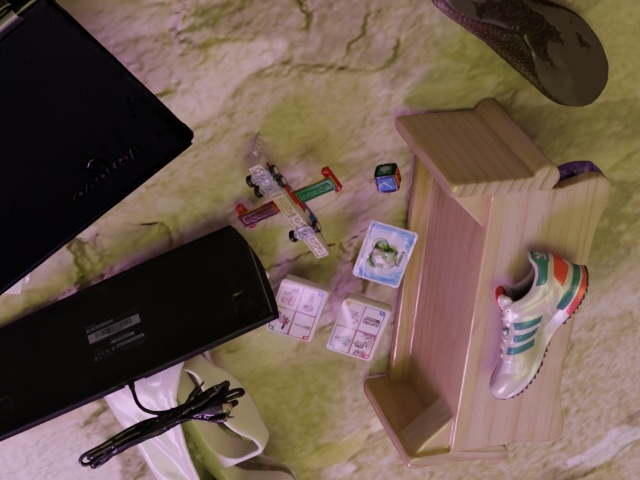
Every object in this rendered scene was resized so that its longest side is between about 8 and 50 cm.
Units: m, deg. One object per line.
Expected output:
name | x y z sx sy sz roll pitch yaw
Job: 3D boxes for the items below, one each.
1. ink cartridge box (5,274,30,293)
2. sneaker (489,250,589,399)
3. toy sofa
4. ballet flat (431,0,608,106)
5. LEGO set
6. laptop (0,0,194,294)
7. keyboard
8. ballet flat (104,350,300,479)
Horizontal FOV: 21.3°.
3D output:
ink cartridge box | -0.396 -0.070 1.527 0.278 0.117 0.201 4 120 -18
sneaker | 0.193 0.079 1.665 0.075 0.057 0.161 25 111 -15
toy sofa | 0.163 0.048 1.753 0.177 0.150 0.362 -7 123 -19
ballet flat | 0.190 -0.208 1.663 0.250 0.058 0.084 28 88 -35
LEGO set | 0.000 0.000 1.712 0.182 0.060 0.244 17 130 -2
laptop | -0.388 -0.125 1.417 0.382 0.236 0.408 -38 92 5
keyboard | -0.187 0.124 1.659 0.317 0.201 0.033 -24 148 7
ballet flat | -0.099 0.239 1.789 0.139 0.139 0.400 -27 122 1
